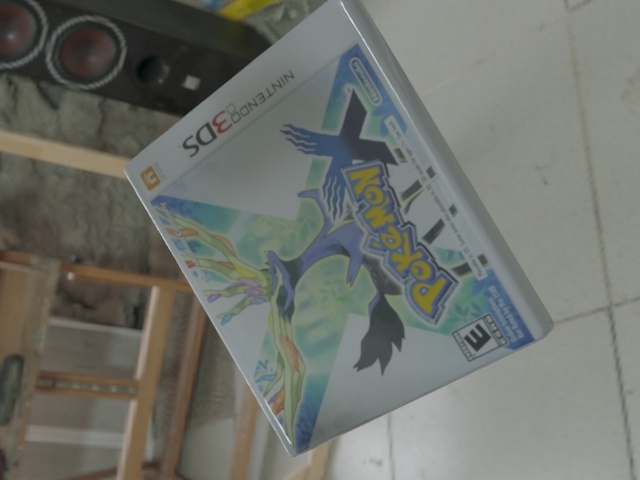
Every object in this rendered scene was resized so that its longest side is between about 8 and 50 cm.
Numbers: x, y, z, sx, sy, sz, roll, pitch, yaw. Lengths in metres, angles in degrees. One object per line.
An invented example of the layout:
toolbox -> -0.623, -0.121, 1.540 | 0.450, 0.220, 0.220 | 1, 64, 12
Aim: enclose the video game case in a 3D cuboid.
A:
video game case -> 0.000, 0.000, 0.920 | 0.300, 0.036, 0.329 | -32, 87, 34
